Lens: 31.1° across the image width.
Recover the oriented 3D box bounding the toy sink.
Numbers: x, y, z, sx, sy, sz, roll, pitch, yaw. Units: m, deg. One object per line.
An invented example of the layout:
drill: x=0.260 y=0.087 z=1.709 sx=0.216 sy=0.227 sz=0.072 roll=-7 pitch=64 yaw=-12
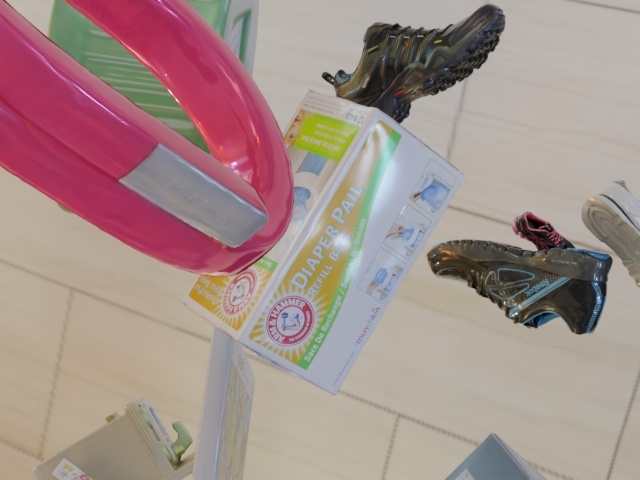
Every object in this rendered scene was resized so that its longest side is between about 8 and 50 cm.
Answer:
toy sink: x=-0.278 y=0.311 z=1.669 sx=0.234 sy=0.153 sz=0.131 roll=-30 pitch=88 yaw=-5

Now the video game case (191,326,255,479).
video game case: x=-0.098 y=0.221 z=1.150 sx=0.026 sy=0.206 sz=0.227 roll=5 pitch=70 yaw=5

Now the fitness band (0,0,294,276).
fitness band: x=-0.114 y=-0.093 z=0.555 sx=0.054 sy=0.291 sz=0.209 roll=-39 pitch=42 yaw=16

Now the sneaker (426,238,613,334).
sneaker: x=0.309 y=0.072 z=1.881 sx=0.341 sy=0.125 sz=0.140 roll=6 pitch=92 yaw=45

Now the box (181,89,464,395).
box: x=0.000 y=0.000 z=0.900 sx=0.203 sy=0.103 sz=0.114 roll=-59 pitch=32 yaw=-3

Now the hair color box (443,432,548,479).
hair color box: x=0.254 y=0.395 z=1.254 sx=0.185 sy=0.374 sz=0.113 roll=-46 pitch=28 yaw=4

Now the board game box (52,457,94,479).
board game box: x=-0.278 y=0.349 z=1.516 sx=0.154 sy=0.103 sz=0.026 roll=34 pitch=73 yaw=9

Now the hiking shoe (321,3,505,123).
hiking shoe: x=0.103 y=-0.219 z=1.329 sx=0.227 sy=0.086 sz=0.114 roll=-34 pitch=77 yaw=19

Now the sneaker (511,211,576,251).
sneaker: x=0.374 y=-0.008 z=1.895 sx=0.119 sy=0.057 sz=0.047 roll=33 pitch=66 yaw=4

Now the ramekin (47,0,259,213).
ramekin: x=-0.153 y=-0.166 z=1.112 sx=0.148 sy=0.303 sz=0.303 roll=8 pitch=97 yaw=2

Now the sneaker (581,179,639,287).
sneaker: x=0.522 y=0.004 z=1.816 sx=0.235 sy=0.095 sz=0.090 roll=53 pitch=142 yaw=8
